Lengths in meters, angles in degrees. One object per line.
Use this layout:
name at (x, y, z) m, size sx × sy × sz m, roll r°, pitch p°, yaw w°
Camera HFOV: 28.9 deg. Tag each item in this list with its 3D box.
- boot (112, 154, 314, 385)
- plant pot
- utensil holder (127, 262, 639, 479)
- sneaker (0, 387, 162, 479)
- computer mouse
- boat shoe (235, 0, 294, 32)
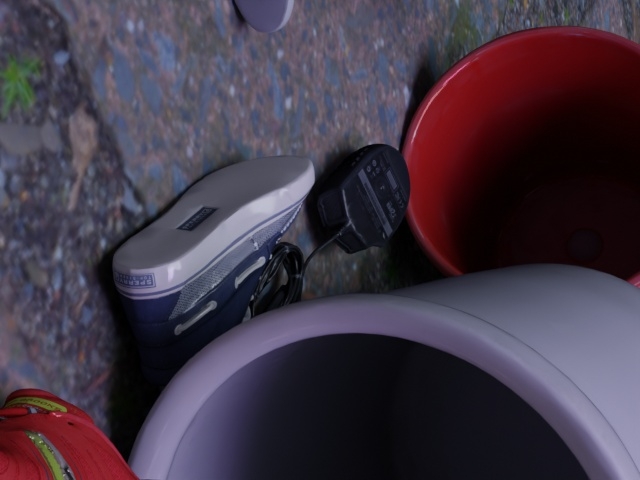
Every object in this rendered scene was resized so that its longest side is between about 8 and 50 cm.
boot at (-0.063, 0.014, 0.811) m, size 0.190 × 0.069 × 0.086 m, roll -38°, pitch 129°, yaw -46°
plant pot at (0.233, -0.026, 1.166) m, size 0.243 × 0.274 × 0.275 m, roll 48°, pitch 48°, yaw -61°
utensil holder at (0.106, 0.177, 0.843) m, size 0.385 × 0.327 × 0.328 m, roll -11°, pitch 98°, yaw -63°
sneaker at (-0.161, 0.123, 0.614) m, size 0.279 × 0.107 × 0.118 m, roll 50°, pitch 29°, yaw -53°
computer mouse at (0.000, 0.000, 0.954) m, size 0.242 × 0.041 × 0.071 m, roll -46°, pitch 120°, yaw -43°
boat shoe at (-0.040, -0.218, 0.868) m, size 0.040 × 0.049 × 0.142 m, roll -32°, pitch 114°, yaw -58°
